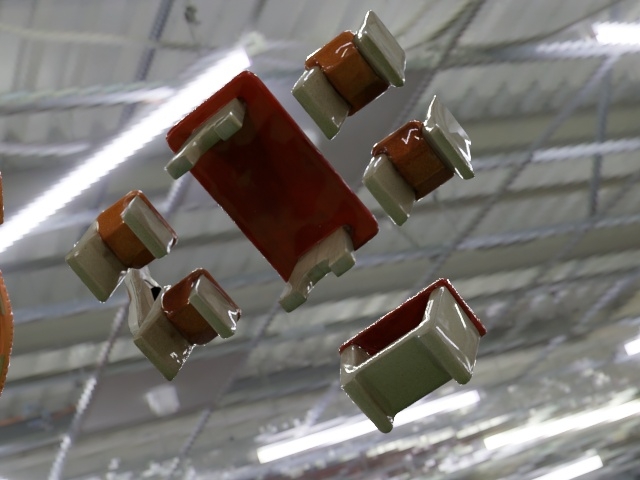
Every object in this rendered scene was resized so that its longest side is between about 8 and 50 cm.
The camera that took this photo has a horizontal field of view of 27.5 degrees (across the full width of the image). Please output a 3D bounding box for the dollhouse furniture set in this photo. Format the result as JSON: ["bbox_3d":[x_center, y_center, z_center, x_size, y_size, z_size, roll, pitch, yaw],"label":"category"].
[{"bbox_3d":[0.000,0.000,0.935,0.262,0.259,0.135,-35,14,17],"label":"dollhouse furniture set"}]

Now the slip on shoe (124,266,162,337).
[{"bbox_3d":[-0.201,0.065,1.532,0.041,0.135,0.051,-25,-56,9],"label":"slip on shoe"}]

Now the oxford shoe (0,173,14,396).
[{"bbox_3d":[-0.467,0.049,1.622,0.133,0.363,0.130,-9,9,-37],"label":"oxford shoe"}]
